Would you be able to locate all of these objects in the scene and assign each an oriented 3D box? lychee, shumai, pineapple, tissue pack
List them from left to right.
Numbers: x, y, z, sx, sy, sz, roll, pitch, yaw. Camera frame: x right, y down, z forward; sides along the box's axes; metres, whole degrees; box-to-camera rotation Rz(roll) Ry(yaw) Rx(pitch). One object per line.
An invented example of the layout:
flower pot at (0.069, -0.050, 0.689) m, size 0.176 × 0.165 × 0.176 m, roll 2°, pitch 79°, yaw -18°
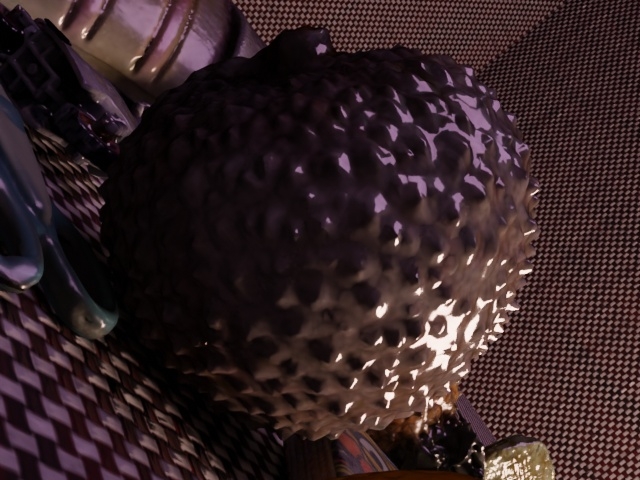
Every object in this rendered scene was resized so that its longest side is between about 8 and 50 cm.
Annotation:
lychee at (0.000, -0.001, 0.593) m, size 0.300 × 0.300 × 0.300 m, roll 51°, pitch 5°, yaw -6°
tissue pack at (0.023, 0.193, 0.654) m, size 0.108 × 0.060 × 0.148 m, roll 49°, pitch 6°, yaw -15°
pineapple at (0.126, 0.235, 0.938) m, size 0.364 × 0.165 × 0.165 m, roll 61°, pitch 6°, yaw 10°
shumai at (0.226, 0.326, 1.200) m, size 0.184 × 0.184 × 0.142 m, roll 49°, pitch -18°, yaw -26°

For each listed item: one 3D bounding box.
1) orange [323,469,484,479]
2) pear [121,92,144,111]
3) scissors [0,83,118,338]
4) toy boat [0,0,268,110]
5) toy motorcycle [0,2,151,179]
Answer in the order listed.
orange at (0.087, 0.239, 0.388) m, size 0.334 × 0.196 × 0.262 m, roll 57°, pitch 15°, yaw -32°
pear at (-0.154, -0.197, 1.129) m, size 0.228 × 0.188 × 0.211 m, roll 54°, pitch 7°, yaw 2°
scissors at (-0.204, -0.064, 0.546) m, size 0.289 × 0.041 × 0.138 m, roll 59°, pitch 7°, yaw 32°
toy boat at (-0.165, -0.217, 0.931) m, size 0.293 × 0.111 × 0.276 m, roll 50°, pitch 42°, yaw -14°
toy motorcycle at (-0.211, -0.127, 0.744) m, size 0.215 × 0.080 × 0.122 m, roll 49°, pitch 3°, yaw 25°
